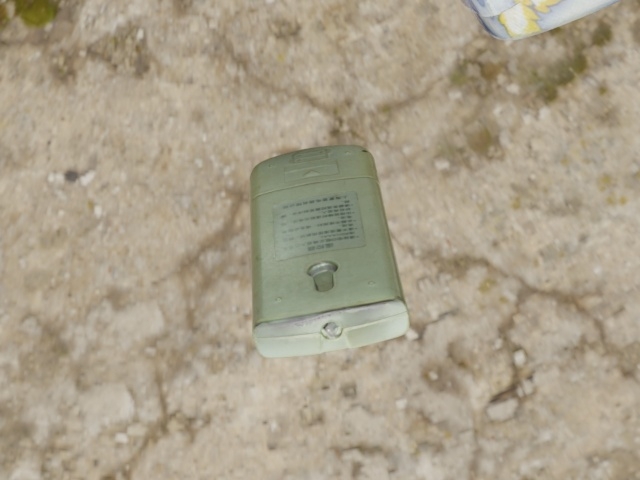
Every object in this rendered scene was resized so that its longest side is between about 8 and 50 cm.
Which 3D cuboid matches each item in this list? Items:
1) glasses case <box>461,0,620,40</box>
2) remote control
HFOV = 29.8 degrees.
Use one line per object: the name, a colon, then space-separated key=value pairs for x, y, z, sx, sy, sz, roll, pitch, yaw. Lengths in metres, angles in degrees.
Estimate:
glasses case: x=0.152 y=-0.150 z=0.400 sx=0.248 sy=0.087 sz=0.065 roll=-32 pitch=113 yaw=13
remote control: x=0.000 y=0.000 z=0.831 sx=0.098 sy=0.233 sz=0.038 roll=-10 pitch=119 yaw=2
